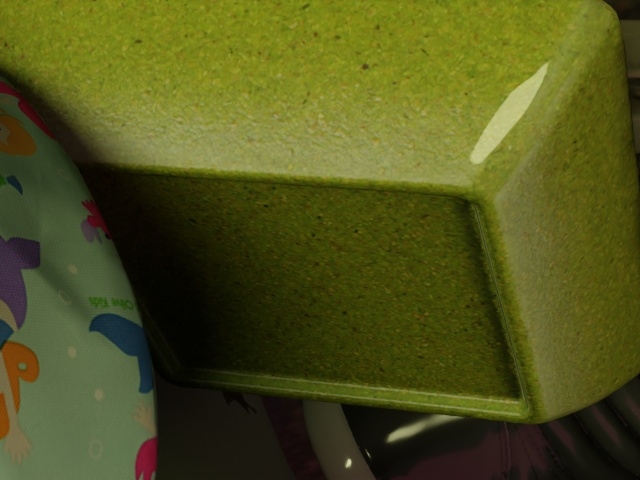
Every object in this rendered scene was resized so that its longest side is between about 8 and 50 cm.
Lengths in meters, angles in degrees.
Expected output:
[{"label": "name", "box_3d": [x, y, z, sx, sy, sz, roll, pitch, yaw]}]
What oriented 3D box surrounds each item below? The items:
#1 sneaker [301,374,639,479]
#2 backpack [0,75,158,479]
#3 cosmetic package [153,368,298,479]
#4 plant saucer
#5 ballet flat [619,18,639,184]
[{"label": "sneaker", "box_3d": [0.123, 0.114, 0.759, 0.147, 0.104, 0.296, -29, 140, 13]}, {"label": "backpack", "box_3d": [-0.167, 0.061, 0.427, 0.253, 0.225, 0.191, -48, 142, 18]}, {"label": "cosmetic package", "box_3d": [-0.109, 0.137, 0.613, 0.184, 0.151, 0.151, -41, 142, 19]}, {"label": "plant saucer", "box_3d": [0.000, 0.000, 0.513, 0.188, 0.045, 0.188, 4, 148, 18]}, {"label": "ballet flat", "box_3d": [0.077, -0.035, 0.568, 0.248, 0.086, 0.086, -7, 140, -23]}]
